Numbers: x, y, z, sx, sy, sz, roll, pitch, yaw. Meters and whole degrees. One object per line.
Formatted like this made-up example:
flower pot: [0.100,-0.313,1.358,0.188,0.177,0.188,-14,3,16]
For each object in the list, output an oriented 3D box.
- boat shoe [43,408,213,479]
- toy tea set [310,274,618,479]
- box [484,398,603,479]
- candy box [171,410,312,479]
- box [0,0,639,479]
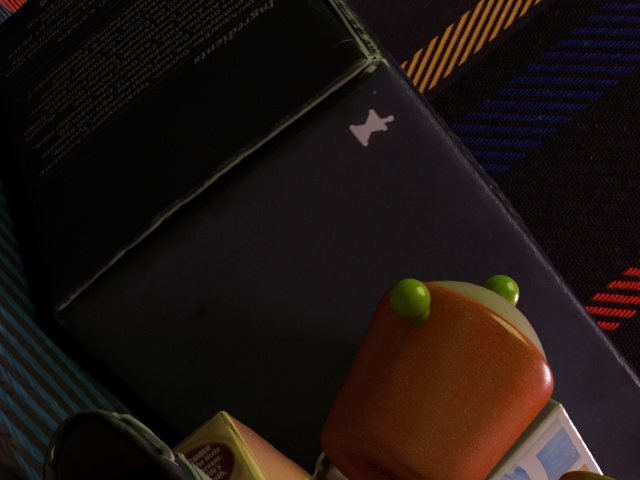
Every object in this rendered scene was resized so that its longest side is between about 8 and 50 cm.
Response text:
boat shoe: [-0.073,0.167,0.794,0.102,0.108,0.301,49,4,-27]
toy tea set: [0.093,0.127,0.921,0.200,0.124,0.336,32,-21,5]
box: [0.142,0.203,1.227,0.103,0.114,0.203,23,-26,53]
candy box: [0.018,0.262,0.989,0.183,0.087,0.316,44,9,-45]
box: [0.000,0.000,1.428,0.480,0.297,0.472,48,5,-32]
